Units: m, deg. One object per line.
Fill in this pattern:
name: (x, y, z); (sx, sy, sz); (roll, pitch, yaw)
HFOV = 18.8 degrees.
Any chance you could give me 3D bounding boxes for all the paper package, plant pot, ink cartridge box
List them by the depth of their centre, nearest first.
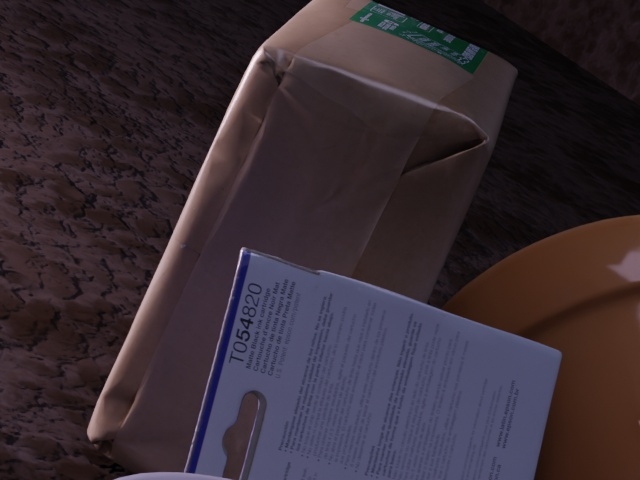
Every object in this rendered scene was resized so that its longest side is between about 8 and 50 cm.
ink cartridge box: (0.019, 0.139, 1.137); (0.224, 0.223, 0.045); (20, -12, -23)
plant pot: (0.214, 0.156, 1.291); (0.291, 0.291, 0.203); (15, 37, -30)
paper package: (0.000, 0.000, 1.343); (0.168, 0.309, 0.325); (26, 16, 2)

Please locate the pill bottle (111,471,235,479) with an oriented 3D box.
pill bottle: (-0.063, 0.232, 0.631); (0.160, 0.283, 0.160); (23, 18, -8)
